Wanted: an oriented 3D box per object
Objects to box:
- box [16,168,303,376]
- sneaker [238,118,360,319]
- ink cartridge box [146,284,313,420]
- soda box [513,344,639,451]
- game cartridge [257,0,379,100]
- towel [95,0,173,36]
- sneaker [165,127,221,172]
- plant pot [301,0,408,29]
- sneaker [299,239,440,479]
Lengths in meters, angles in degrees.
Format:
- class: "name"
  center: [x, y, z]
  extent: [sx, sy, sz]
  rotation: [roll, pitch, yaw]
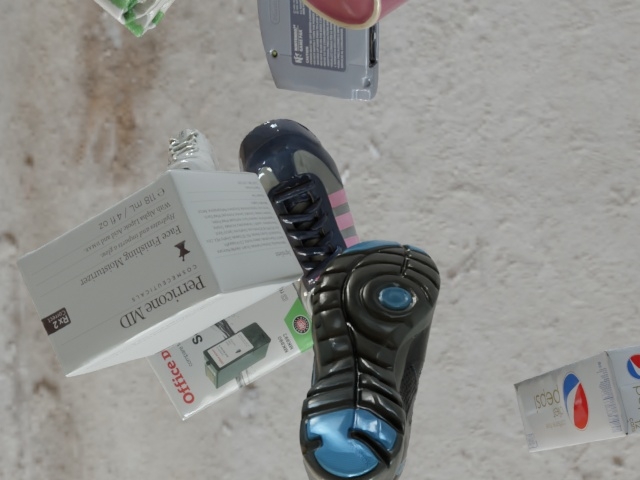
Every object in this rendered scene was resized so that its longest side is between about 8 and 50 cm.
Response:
- class: "box"
  center: [-0.143, 0.027, 0.988]
  extent: [0.181, 0.182, 0.119]
  rotation: [-28, 82, 20]
- class: "sneaker"
  center: [0.000, 0.000, 1.257]
  extent: [0.112, 0.319, 0.131]
  rotation: [-26, 44, 0]
- class: "ink cartridge box"
  center: [-0.154, 0.125, 1.731]
  extent: [0.211, 0.289, 0.121]
  rotation: [62, 172, -16]
- class: "soda box"
  center: [0.242, 0.138, 0.923]
  extent: [0.216, 0.074, 0.069]
  rotation: [124, 136, -73]
- class: "game cartridge"
  center: [-0.005, -0.371, 1.659]
  extent: [0.196, 0.060, 0.294]
  rotation: [11, 120, 21]
- class: "towel"
  center: [-0.085, -0.318, 0.657]
  extent: [0.248, 0.038, 0.325]
  rotation: [43, 95, 21]
- class: "sneaker"
  center: [-0.230, -0.128, 1.837]
  extent: [0.297, 0.111, 0.129]
  rotation: [-126, 21, -86]
- class: "plant pot"
  center: [0.057, -0.310, 1.025]
  extent: [0.201, 0.201, 0.180]
  rotation: [16, 59, 47]
- class: "sneaker"
  center: [0.041, 0.135, 1.075]
  extent: [0.125, 0.341, 0.139]
  rotation: [10, 133, 9]
